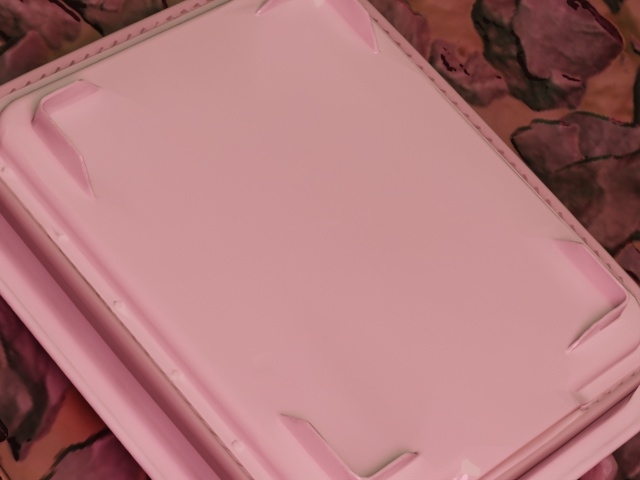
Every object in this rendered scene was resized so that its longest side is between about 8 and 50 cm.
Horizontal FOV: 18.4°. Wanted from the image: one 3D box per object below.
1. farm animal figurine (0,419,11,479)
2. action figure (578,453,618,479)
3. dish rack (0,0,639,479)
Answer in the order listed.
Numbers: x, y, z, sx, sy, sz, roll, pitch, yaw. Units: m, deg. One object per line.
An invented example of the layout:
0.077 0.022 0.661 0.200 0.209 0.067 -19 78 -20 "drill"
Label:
-0.125 0.234 0.702 0.172 0.330 0.327 -30 96 -6 "farm animal figurine"
0.175 0.279 0.895 0.341 0.178 0.330 26 57 18 "action figure"
0.000 0.000 0.976 0.285 0.072 0.333 -30 70 -36 "dish rack"
